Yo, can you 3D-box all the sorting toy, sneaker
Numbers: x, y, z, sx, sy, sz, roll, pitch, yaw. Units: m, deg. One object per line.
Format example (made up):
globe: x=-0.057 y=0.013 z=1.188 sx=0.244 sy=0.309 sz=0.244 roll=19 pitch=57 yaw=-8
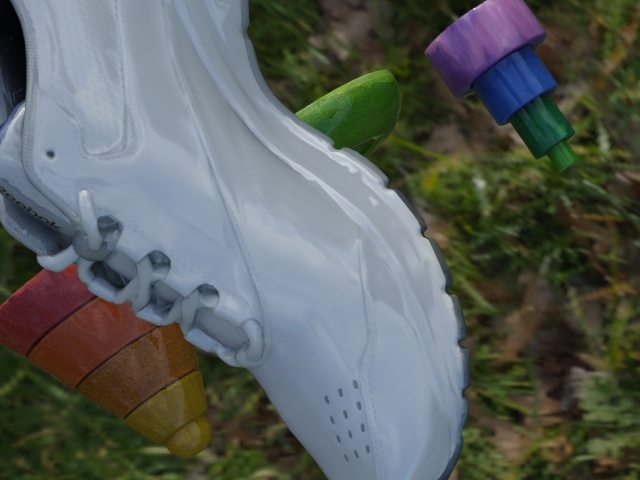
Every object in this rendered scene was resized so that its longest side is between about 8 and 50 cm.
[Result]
sorting toy: x=0.000 y=0.000 z=1.038 sx=0.365 sy=0.127 sz=0.126 roll=-32 pitch=83 yaw=-16
sneaker: x=-0.057 y=-0.014 z=0.709 sx=0.297 sy=0.129 sz=0.111 roll=55 pitch=144 yaw=5
